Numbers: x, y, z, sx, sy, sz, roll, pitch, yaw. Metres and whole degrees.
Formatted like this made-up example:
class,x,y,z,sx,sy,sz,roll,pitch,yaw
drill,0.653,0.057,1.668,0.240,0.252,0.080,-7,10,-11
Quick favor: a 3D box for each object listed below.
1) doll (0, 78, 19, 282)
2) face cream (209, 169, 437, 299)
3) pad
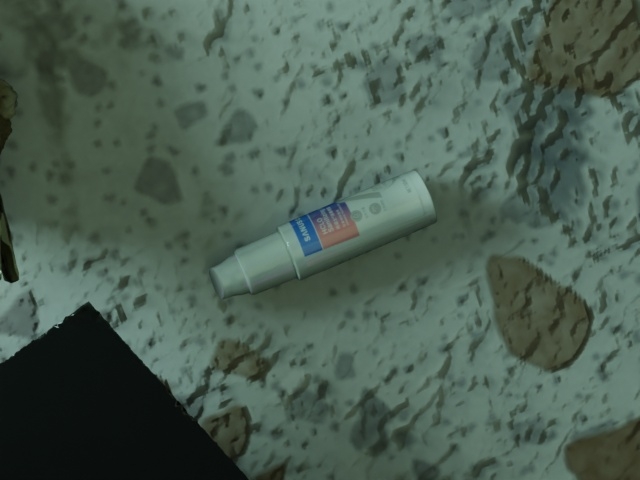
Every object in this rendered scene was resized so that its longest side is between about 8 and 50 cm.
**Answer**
class,x,y,z,sx,sy,sz,roll,pitch,yaw
doll,-0.210,-0.075,0.779,0.115,0.105,0.221,-25,108,33
face cream,0.000,0.000,0.876,0.130,0.034,0.034,-23,105,-6
pad,-0.098,0.230,0.867,0.248,0.007,0.367,-35,105,19
